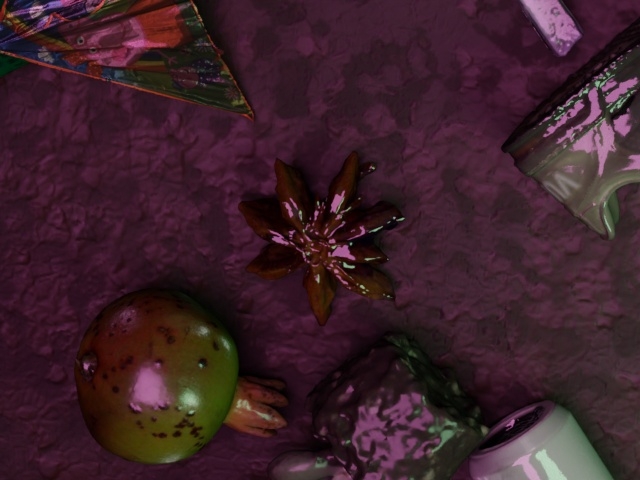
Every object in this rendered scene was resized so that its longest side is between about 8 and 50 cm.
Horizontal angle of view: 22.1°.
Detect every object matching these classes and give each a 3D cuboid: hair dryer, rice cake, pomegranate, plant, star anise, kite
[{"bbox_3d":[0.114,0.297,1.498,0.357,0.107,0.173,-31,93,22],"label":"hair dryer"},{"bbox_3d":[0.150,-0.246,1.379,0.034,0.043,0.211,-36,95,12],"label":"rice cake"},{"bbox_3d":[-0.126,0.128,1.478,0.205,0.159,0.159,19,108,-22],"label":"pomegranate"},{"bbox_3d":[0.019,0.214,1.463,0.146,0.149,0.274,39,104,7],"label":"plant"},{"bbox_3d":[0.001,0.000,1.460,0.168,0.057,0.168,2,102,10],"label":"star anise"},{"bbox_3d":[-0.177,-0.197,1.384,0.234,0.016,0.321,-22,128,8],"label":"kite"}]

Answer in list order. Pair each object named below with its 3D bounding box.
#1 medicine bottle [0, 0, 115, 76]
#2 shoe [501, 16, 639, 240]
[{"bbox_3d":[-0.293,-0.192,1.452,0.260,0.095,0.095,-22,98,16],"label":"medicine bottle"},{"bbox_3d":[0.303,-0.116,1.353,0.293,0.109,0.149,-38,98,20],"label":"shoe"}]
